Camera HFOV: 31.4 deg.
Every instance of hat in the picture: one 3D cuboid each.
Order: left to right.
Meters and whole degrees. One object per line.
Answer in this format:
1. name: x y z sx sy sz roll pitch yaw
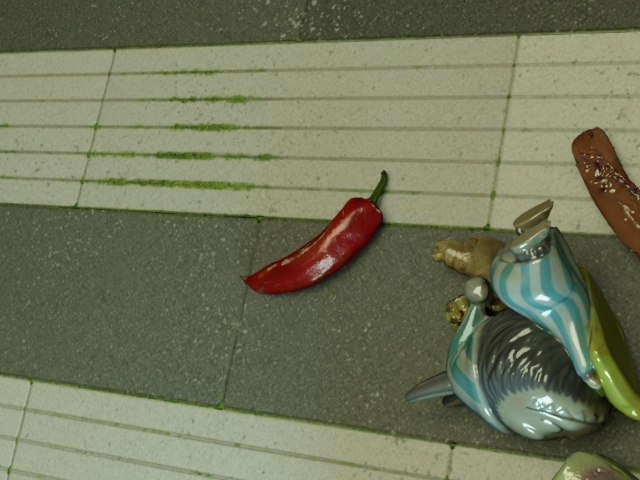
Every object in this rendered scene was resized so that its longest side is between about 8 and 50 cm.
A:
1. hat: 0.268 0.136 2.056 0.077 0.059 0.076 -26 28 7

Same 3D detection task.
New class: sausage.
1. sausage: 0.528 -0.064 1.976 0.087 0.079 0.326 -21 61 -8

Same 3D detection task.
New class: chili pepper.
1. chili pepper: -0.002 0.007 2.231 0.368 0.092 0.137 -35 49 10

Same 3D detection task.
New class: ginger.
1. ginger: 0.308 0.049 2.048 0.137 0.074 0.213 -23 41 -27

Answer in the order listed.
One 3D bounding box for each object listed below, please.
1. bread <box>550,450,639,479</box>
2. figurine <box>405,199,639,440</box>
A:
1. bread: 0.497 0.481 1.739 0.155 0.187 0.338 -50 56 11
2. figurine: 0.289 0.183 1.859 0.378 0.266 0.361 -27 102 17
